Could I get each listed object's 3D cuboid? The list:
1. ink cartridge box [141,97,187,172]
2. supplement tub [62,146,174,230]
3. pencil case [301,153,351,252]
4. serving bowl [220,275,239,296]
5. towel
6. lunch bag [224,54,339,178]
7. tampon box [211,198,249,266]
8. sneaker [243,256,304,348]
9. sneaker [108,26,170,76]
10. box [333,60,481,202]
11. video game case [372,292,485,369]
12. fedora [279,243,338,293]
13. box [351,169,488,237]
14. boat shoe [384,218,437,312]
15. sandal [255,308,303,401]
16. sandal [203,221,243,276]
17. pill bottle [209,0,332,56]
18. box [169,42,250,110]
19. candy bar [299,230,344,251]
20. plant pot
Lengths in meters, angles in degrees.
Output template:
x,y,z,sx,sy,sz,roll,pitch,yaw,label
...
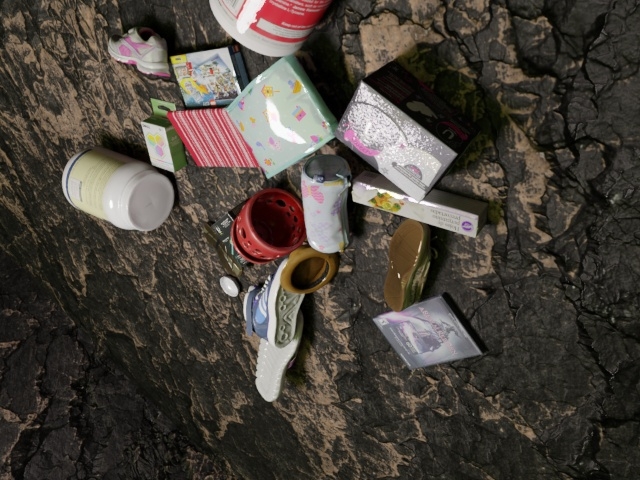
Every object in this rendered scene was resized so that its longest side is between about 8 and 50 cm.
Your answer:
x,y,z,sx,sy,sz,roll,pitch,yaw,label
-0.495,-0.328,1.726,0.109,0.062,0.209,20,131,29,ink cartridge box
-0.685,-0.174,1.872,0.325,0.235,0.235,21,132,28,supplement tub
0.019,-0.091,1.409,0.124,0.113,0.273,10,139,10,pencil case
-0.320,0.159,1.974,0.083,0.027,0.083,22,132,27,serving bowl
-0.307,-0.296,1.586,0.275,0.031,0.199,7,139,36,towel
-0.077,-0.303,1.326,0.262,0.160,0.223,-21,105,52,lunch bag
-0.234,-0.024,1.708,0.161,0.101,0.120,53,138,-5,tampon box
-0.169,0.166,1.780,0.236,0.130,0.322,31,119,44,sneaker
-0.504,-0.547,1.550,0.252,0.103,0.111,29,115,29,sneaker
0.180,-0.230,1.175,0.247,0.142,0.163,41,138,9,box
0.295,0.261,1.539,0.196,0.026,0.274,54,139,-6,video game case
-0.040,0.072,1.609,0.079,0.194,0.194,-116,26,-42,fedora
0.227,-0.091,1.299,0.324,0.067,0.063,19,132,28,box
0.233,0.057,1.404,0.104,0.089,0.285,50,144,39,boat shoe
-0.134,0.380,1.932,0.169,0.102,0.416,43,125,34,sandal
-0.318,0.023,1.853,0.219,0.060,0.090,49,135,21,sandal
-0.039,-0.568,1.038,0.229,0.229,0.408,48,138,0,pill bottle
-0.295,-0.435,1.490,0.233,0.044,0.159,7,125,36,box
0.000,0.000,1.593,0.161,0.018,0.040,16,133,30,candy bar
-0.154,-0.035,1.574,0.191,0.191,0.174,53,146,-6,plant pot
